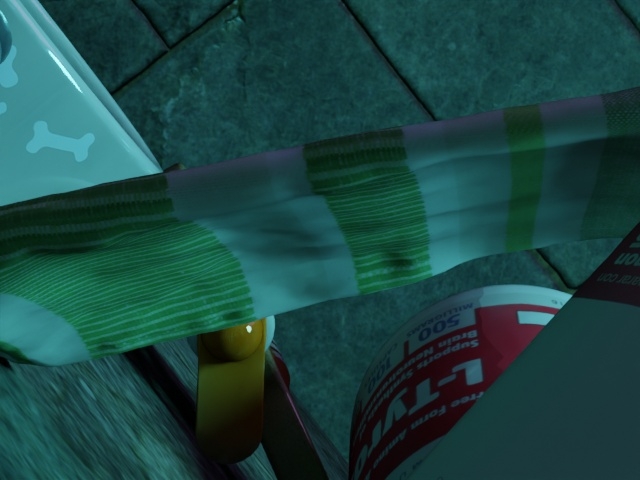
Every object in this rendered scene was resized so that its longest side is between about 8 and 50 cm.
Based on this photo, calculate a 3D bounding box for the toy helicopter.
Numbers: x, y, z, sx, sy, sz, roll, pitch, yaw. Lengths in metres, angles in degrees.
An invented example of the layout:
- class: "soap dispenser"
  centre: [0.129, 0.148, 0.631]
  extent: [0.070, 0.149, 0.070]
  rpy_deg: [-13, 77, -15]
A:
- class: "toy helicopter"
  centre: [-0.038, 0.105, 1.387]
  extent: [0.235, 0.140, 0.355]
  rpy_deg: [90, -25, -78]

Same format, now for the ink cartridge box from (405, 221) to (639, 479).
- class: "ink cartridge box"
  centre: [0.116, 0.150, 0.663]
  extent: [0.207, 0.283, 0.117]
  rpy_deg: [53, -18, -26]

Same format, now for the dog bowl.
- class: "dog bowl"
  centre: [-0.229, -0.129, 1.236]
  extent: [0.349, 0.102, 0.349]
  rpy_deg: [52, -1, 1]

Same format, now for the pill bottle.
- class: "pill bottle"
  centre: [0.128, 0.199, 1.190]
  extent: [0.229, 0.229, 0.408]
  rpy_deg: [52, 13, -15]

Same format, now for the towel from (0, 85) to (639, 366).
- class: "towel"
  centre: [0.000, 0.000, 0.777]
  extent: [0.248, 0.324, 0.038]
  rpy_deg: [54, 26, -79]

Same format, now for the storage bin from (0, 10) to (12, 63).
- class: "storage bin"
  centre: [-0.198, -0.079, 0.742]
  extent: [0.135, 0.098, 0.091]
  rpy_deg: [53, 27, -31]
